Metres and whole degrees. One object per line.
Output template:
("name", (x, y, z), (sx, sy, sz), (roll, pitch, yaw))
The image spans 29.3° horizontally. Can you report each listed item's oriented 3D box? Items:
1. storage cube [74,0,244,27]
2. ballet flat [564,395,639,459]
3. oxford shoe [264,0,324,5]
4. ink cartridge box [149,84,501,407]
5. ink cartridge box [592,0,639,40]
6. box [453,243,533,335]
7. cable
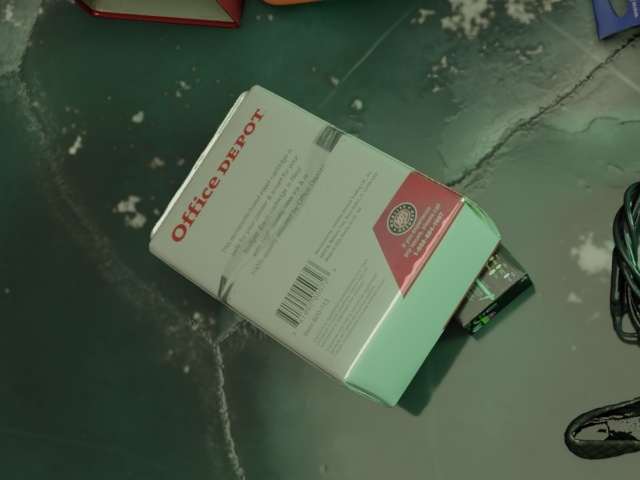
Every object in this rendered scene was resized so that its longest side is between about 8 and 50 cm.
("storage cube", (-0.184, -0.358, 1.326), (0.215, 0.183, 0.193), (8, 81, 16))
("ballet flat", (0.317, 0.171, 1.166), (0.173, 0.049, 0.057), (-21, 76, 9))
("oxford shoe", (0.092, -0.331, 1.294), (0.364, 0.133, 0.130), (-16, 83, 29))
("ink cartridge box", (0.000, 0.000, 1.211), (0.283, 0.117, 0.207), (32, 88, 33))
("ink cartridge box", (0.449, -0.296, 1.163), (0.395, 0.151, 0.270), (-11, 76, 17))
("box", (0.162, 0.046, 1.222), (0.083, 0.062, 0.052), (-41, 71, 3))
("cable", (0.359, 0.014, 1.188), (0.151, 0.047, 0.184), (4, 79, 15))
